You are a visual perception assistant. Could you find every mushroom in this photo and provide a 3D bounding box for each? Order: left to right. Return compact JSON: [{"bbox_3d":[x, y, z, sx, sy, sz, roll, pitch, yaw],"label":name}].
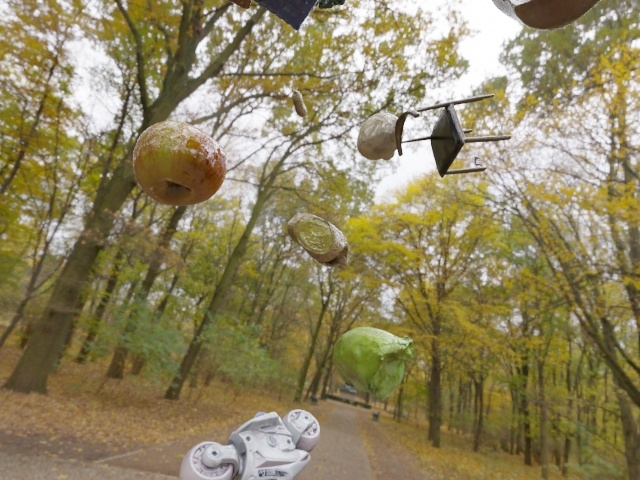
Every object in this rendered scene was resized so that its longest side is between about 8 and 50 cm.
[{"bbox_3d":[0.255,-0.412,1.725,0.206,0.206,0.209,-4,-53,42],"label":"mushroom"}]

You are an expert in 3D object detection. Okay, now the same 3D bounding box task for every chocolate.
[{"bbox_3d":[0.361,-0.390,0.648,0.161,0.261,0.083,-21,-58,26],"label":"chocolate"}]

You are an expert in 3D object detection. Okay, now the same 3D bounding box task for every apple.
[{"bbox_3d":[-0.467,-0.242,1.380,0.301,0.301,0.301,13,-19,4],"label":"apple"}]

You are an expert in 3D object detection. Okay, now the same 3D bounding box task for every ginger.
[{"bbox_3d":[0.000,0.000,1.438,0.275,0.130,0.221,43,-3,21],"label":"ginger"}]

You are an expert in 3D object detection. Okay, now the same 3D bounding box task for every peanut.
[{"bbox_3d":[-0.065,-0.416,1.262,0.037,0.037,0.083,3,-58,30],"label":"peanut"}]

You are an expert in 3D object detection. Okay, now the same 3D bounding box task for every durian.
[{"bbox_3d":[0.160,0.415,1.424,0.204,0.256,0.339,-22,23,-38],"label":"durian"}]

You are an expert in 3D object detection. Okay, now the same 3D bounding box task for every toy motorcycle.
[{"bbox_3d":[-0.089,0.332,0.638,0.112,0.112,0.254,-3,-4,41],"label":"toy motorcycle"}]

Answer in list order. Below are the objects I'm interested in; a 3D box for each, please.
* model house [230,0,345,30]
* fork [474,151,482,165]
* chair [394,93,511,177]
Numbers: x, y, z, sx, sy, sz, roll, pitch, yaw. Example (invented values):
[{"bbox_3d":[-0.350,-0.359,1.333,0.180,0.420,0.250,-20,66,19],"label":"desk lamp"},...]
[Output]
[{"bbox_3d":[-0.061,-0.643,0.950,0.251,0.329,0.295,38,-25,-10],"label":"model house"},{"bbox_3d":[0.263,-0.139,0.697,0.012,0.016,0.115,3,20,18],"label":"fork"},{"bbox_3d":[0.367,-0.294,1.202,0.272,0.166,0.188,-6,-23,-7],"label":"chair"}]
